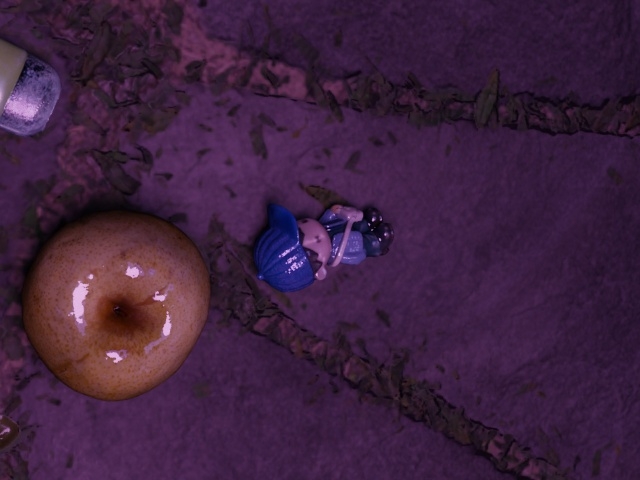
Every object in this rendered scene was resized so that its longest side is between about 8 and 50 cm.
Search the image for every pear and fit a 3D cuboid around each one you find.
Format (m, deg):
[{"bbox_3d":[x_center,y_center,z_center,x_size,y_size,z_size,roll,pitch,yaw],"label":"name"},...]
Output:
[{"bbox_3d":[-0.177,0.055,1.210,0.167,0.136,0.167,-2,97,-20],"label":"pear"}]

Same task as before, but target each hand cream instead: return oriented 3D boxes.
[{"bbox_3d":[-0.308,-0.149,1.183,0.175,0.046,0.095,24,79,-17],"label":"hand cream"}]

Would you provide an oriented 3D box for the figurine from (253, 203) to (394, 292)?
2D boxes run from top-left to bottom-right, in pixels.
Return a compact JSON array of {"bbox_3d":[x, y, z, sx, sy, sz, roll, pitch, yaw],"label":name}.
[{"bbox_3d":[-0.002,0.007,1.327,0.136,0.077,0.079,-1,131,-38],"label":"figurine"}]
